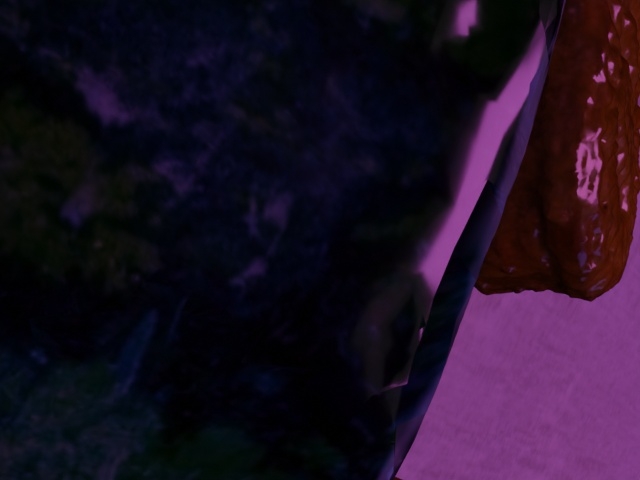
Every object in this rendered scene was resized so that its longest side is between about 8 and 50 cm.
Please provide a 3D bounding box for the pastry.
[{"bbox_3d":[0.095,-0.067,0.892,0.189,0.103,0.189,2,90,-75],"label":"pastry"}]

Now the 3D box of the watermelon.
[{"bbox_3d":[-0.138,0.001,0.432,0.222,0.319,0.292,19,87,-34],"label":"watermelon"}]

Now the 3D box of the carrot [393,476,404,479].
[{"bbox_3d":[0.002,0.204,1.023,0.193,0.087,0.087,-49,152,-38],"label":"carrot"}]
